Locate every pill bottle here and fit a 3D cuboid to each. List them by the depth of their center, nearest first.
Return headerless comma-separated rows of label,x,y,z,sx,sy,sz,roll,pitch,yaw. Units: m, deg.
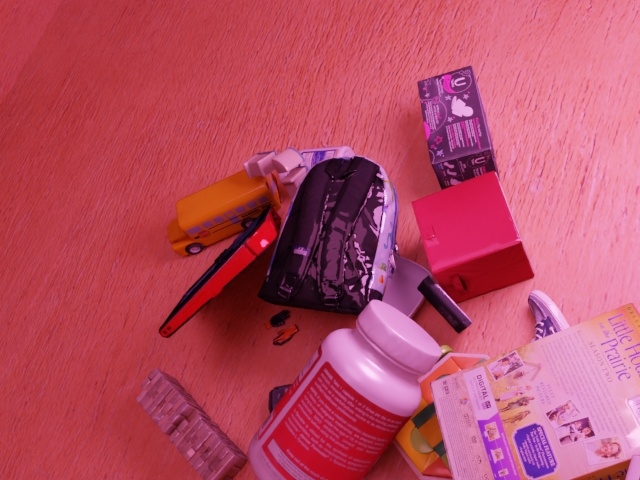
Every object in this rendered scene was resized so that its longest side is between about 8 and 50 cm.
pill bottle,0.052,0.329,1.466,0.229,0.229,0.408,45,105,36
pill bottle,-0.009,-0.184,1.903,0.186,0.112,0.112,0,64,27

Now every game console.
game console,-0.233,0.061,1.757,0.342,0.386,0.060,-41,97,5

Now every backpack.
backpack,0.047,-0.016,1.656,0.289,0.273,0.356,4,85,27

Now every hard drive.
hard drive,0.264,0.138,1.571,0.022,0.094,0.135,-41,80,-10

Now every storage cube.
storage cube,0.331,-0.005,1.590,0.193,0.184,0.215,-20,57,15

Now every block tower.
block tower,-0.307,0.443,1.730,0.091,0.097,0.335,-50,52,-5

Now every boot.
boot,0.455,0.190,1.483,0.086,0.069,0.190,-24,54,-8

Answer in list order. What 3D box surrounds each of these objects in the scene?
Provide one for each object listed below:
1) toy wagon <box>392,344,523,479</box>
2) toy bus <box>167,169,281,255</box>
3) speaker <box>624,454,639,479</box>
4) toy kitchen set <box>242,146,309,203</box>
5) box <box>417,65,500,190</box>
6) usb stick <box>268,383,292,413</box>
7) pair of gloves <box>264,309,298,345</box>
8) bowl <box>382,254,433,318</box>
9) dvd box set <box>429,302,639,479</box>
toy wagon,0.305,0.333,1.493,0.344,0.068,0.267,-41,54,2
toy bus,-0.269,-0.080,1.966,0.332,0.130,0.108,-23,56,14
speaker,0.478,0.398,1.103,0.055,0.055,0.136,15,71,32
toy kitchen set,-0.070,-0.135,1.843,0.166,0.207,0.122,-1,29,47
box,0.330,-0.257,1.739,0.142,0.163,0.248,-13,59,16
usb stick,0.011,0.345,1.649,0.277,0.045,0.077,-15,59,20
pair of gloves,-0.096,0.214,1.796,0.074,0.010,0.083,-35,51,8
bowl,0.182,0.115,1.682,0.142,0.053,0.142,28,79,36
dvd box set,0.422,0.306,1.309,0.420,0.062,0.308,-25,35,13
